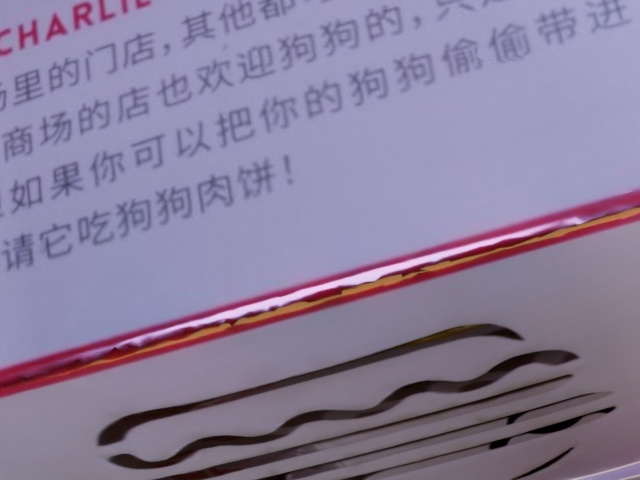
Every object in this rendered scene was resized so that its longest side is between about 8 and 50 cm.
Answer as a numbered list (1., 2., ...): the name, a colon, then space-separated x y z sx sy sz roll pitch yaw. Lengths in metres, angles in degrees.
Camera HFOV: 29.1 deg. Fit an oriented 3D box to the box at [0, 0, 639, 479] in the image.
1. box: 0.004 -0.047 0.520 0.314 0.312 0.300 -16 153 11
